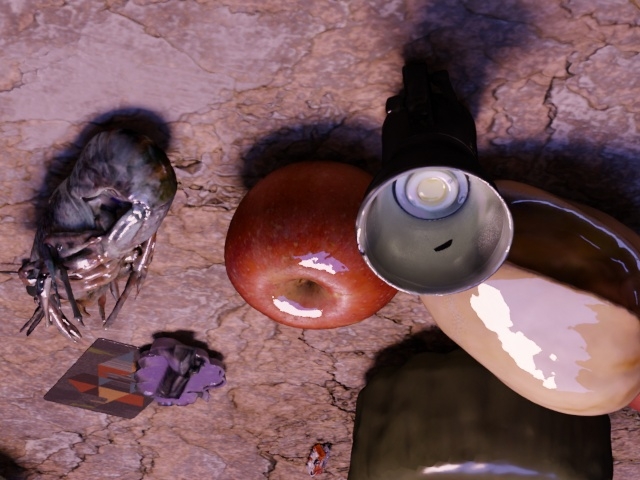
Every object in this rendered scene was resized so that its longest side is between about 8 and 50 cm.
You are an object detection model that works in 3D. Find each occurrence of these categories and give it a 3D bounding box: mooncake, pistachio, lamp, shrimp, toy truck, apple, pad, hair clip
[{"bbox_3d":[0.214,0.277,1.993,0.357,0.194,0.356,1,153,1],"label":"mooncake"},{"bbox_3d":[0.250,0.061,1.638,0.321,0.229,0.238,34,143,-24],"label":"pistachio"},{"bbox_3d":[0.107,-0.075,1.462,0.147,0.227,0.172,-11,123,9],"label":"lamp"},{"bbox_3d":[-0.264,0.026,1.630,0.137,0.172,0.372,33,130,8],"label":"shrimp"},{"bbox_3d":[-0.003,0.335,2.263,0.032,0.024,0.083,-20,152,-24],"label":"toy truck"},{"bbox_3d":[0.000,0.000,1.610,0.201,0.162,0.201,7,141,6],"label":"apple"},{"bbox_3d":[-0.282,0.195,2.060,0.143,0.003,0.211,17,145,-24],"label":"pad"},{"bbox_3d":[-0.390,0.044,1.795,0.121,0.041,0.054,-6,139,5],"label":"lamp"},{"bbox_3d":[-0.188,0.189,2.002,0.124,0.052,0.195,12,151,-8],"label":"hair clip"}]

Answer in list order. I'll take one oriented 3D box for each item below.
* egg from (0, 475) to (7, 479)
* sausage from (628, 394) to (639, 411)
[{"bbox_3d":[-0.603,0.469,2.245,0.389,0.276,0.276,-16,145,27],"label":"egg"},{"bbox_3d":[0.410,0.140,1.839,0.148,0.148,0.254,-13,146,20],"label":"sausage"}]
